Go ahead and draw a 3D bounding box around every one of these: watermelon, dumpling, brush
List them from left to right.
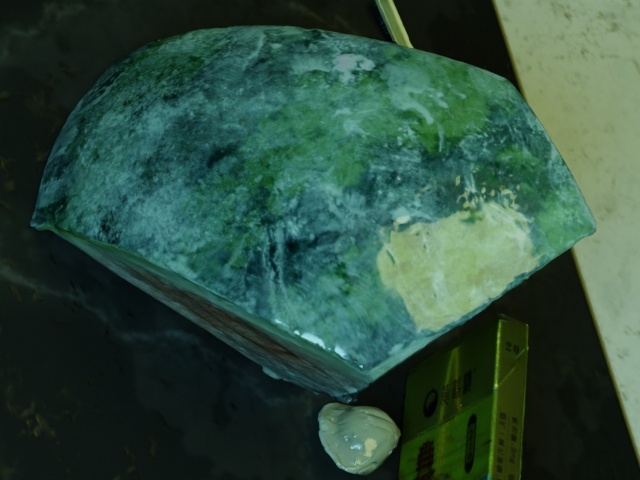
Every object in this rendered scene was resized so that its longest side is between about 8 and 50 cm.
[{"bbox_3d":[0.000,0.000,1.237,0.387,0.258,0.228,16,65,25],"label":"watermelon"},{"bbox_3d":[0.025,0.137,1.267,0.059,0.043,0.077,37,51,16],"label":"dumpling"},{"bbox_3d":[0.065,-0.164,1.467,0.016,0.013,0.083,-24,88,-35],"label":"brush"}]

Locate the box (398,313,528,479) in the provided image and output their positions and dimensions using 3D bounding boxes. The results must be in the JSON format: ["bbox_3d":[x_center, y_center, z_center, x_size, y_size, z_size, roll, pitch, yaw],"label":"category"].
[{"bbox_3d":[0.097,0.160,1.248,0.030,0.121,0.193,21,56,-24],"label":"box"}]
